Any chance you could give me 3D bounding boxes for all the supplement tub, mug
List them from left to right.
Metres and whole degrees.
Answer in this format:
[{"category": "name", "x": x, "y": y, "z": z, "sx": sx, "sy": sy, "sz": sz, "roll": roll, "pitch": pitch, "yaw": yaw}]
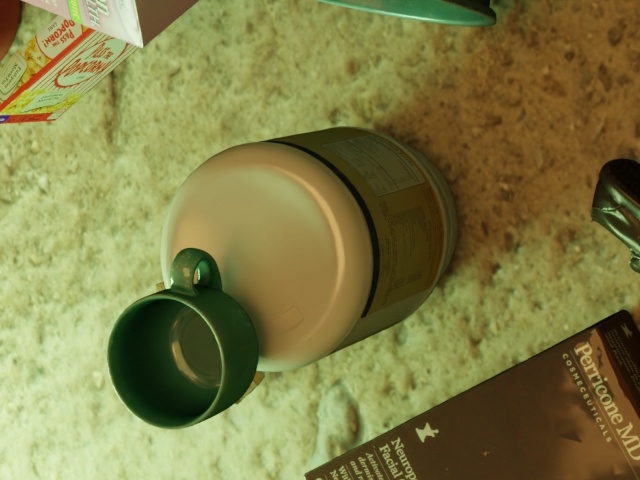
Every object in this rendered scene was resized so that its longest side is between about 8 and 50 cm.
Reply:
[{"category": "mug", "x": -0.116, "y": 0.097, "z": 1.661, "sx": 0.129, "sy": 0.097, "sz": 0.158, "roll": 46, "pitch": 114, "yaw": 12}, {"category": "supplement tub", "x": 0.000, "y": 0.000, "z": 1.823, "sx": 0.228, "sy": 0.316, "sz": 0.228, "roll": 4, "pitch": 99, "yaw": 24}]

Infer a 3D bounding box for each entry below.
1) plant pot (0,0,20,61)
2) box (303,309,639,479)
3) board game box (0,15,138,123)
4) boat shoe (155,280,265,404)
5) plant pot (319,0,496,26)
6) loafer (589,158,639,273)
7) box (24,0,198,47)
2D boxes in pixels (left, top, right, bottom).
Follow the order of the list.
[{"category": "plant pot", "x": -0.500, "y": -0.281, "z": 2.059, "sx": 0.275, "sy": 0.243, "sz": 0.275, "roll": 3, "pitch": 98, "yaw": 25}, {"category": "box", "x": 0.194, "y": 0.246, "z": 1.865, "sx": 0.381, "sy": 0.143, "sz": 0.191, "roll": -30, "pitch": 83, "yaw": 22}, {"category": "board game box", "x": -0.295, "y": -0.209, "z": 2.027, "sx": 0.193, "sy": 0.147, "sz": 0.045, "roll": -37, "pitch": 80, "yaw": 24}, {"category": "boat shoe", "x": -0.127, "y": 0.109, "z": 2.041, "sx": 0.059, "sy": 0.063, "sz": 0.170, "roll": -36, "pitch": 86, "yaw": -6}, {"category": "plant pot", "x": 0.046, "y": -0.415, "z": 1.767, "sx": 0.341, "sy": 0.341, "sz": 0.334, "roll": 14, "pitch": 94, "yaw": 22}, {"category": "loafer", "x": 0.364, "y": 0.010, "z": 1.802, "sx": 0.220, "sy": 0.080, "sz": 0.078, "roll": 49, "pitch": 136, "yaw": 22}, {"category": "box", "x": -0.227, "y": -0.346, "z": 1.917, "sx": 0.243, "sy": 0.213, "sz": 0.117, "roll": 23, "pitch": 141, "yaw": 28}]
